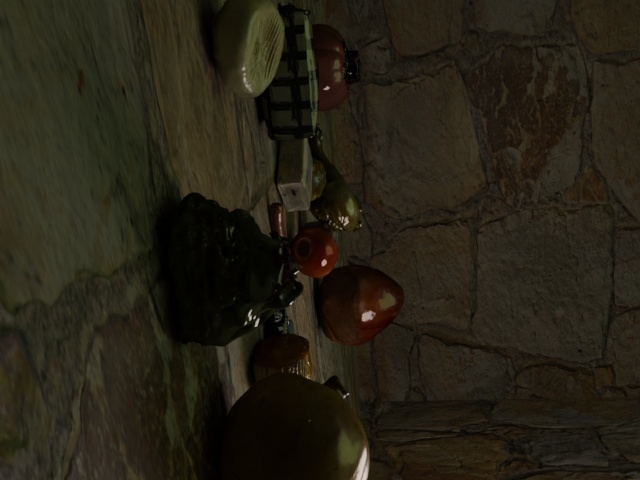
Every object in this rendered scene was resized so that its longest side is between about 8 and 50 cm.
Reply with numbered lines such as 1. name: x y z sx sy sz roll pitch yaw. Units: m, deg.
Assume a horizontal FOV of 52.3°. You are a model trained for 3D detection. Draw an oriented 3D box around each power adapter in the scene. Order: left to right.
1. power adapter: 0.000 0.000 2.336 0.205 0.125 0.130 -79 164 -65

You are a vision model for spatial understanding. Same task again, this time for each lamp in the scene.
1. lamp: 0.021 -0.609 2.298 0.305 0.239 0.306 -2 90 -82

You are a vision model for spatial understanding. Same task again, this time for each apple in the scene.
1. apple: -0.021 0.035 2.069 0.139 0.163 0.164 24 62 -63

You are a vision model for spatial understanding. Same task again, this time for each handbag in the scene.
1. handbag: -0.085 -0.470 1.776 0.327 0.162 0.326 -90 176 -66

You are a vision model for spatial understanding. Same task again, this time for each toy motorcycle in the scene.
1. toy motorcycle: -0.107 0.238 1.694 0.124 0.061 0.194 -80 163 -69

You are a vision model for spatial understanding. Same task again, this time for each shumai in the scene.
1. shumai: -0.131 0.045 1.045 0.189 0.218 0.256 -55 142 -64

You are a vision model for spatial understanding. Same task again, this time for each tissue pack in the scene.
1. tissue pack: -0.076 -0.209 1.975 0.148 0.092 0.196 74 16 -57

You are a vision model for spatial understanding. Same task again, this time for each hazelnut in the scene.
1. hazelnut: 0.156 0.250 2.593 0.372 0.371 0.316 46 29 -78

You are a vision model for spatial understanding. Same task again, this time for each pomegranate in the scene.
1. pomegranate: -0.054 0.400 1.219 0.307 0.306 0.308 -3 90 -82

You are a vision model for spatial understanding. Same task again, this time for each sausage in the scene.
1. sausage: -0.111 -0.024 1.807 0.040 0.047 0.177 -51 139 -55

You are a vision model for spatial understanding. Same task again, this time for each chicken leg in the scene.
1. chicken leg: 0.014 -0.222 2.271 0.153 0.201 0.430 114 -41 -71

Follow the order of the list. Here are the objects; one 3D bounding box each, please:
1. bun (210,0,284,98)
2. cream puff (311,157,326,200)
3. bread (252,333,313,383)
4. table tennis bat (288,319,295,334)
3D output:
1. bun: -0.163 -0.404 1.338 0.222 0.127 0.223 21 90 -77
2. cream puff: -0.052 -0.209 2.142 0.146 0.116 0.146 -31 127 -53
3. bread: -0.088 0.288 1.544 0.190 0.132 0.114 -76 160 -73
4. table tennis bat: -0.093 0.301 1.871 0.237 0.038 0.149 67 22 -80
